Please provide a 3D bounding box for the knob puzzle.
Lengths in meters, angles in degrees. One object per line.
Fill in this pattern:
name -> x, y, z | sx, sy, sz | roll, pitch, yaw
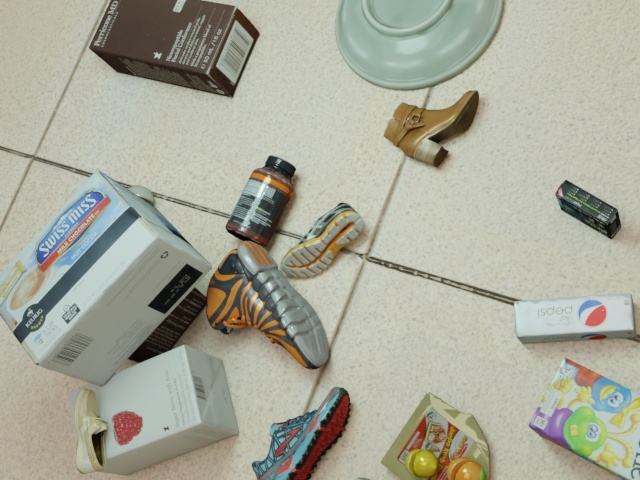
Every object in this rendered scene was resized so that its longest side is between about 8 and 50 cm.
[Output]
knob puzzle -> 0.241, 0.414, 1.759 | 0.213, 0.030, 0.213 | -3, 81, 20

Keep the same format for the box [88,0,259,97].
box -> -0.365, -0.499, 2.278 | 0.382, 0.143, 0.191 | 16, 79, 28

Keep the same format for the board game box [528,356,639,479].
board game box -> 0.530, 0.338, 1.604 | 0.275, 0.142, 0.144 | 25, 83, 28

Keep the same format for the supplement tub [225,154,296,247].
supplement tub -> -0.127, -0.089, 2.051 | 0.106, 0.106, 0.197 | 22, 80, 27

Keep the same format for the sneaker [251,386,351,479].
sneaker -> -0.047, 0.391, 1.848 | 0.125, 0.104, 0.261 | 35, 87, 31

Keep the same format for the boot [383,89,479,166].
boot -> 0.238, -0.268, 1.983 | 0.152, 0.073, 0.197 | 34, 84, 33

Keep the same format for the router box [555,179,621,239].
router box -> 0.520, -0.060, 1.778 | 0.122, 0.092, 0.038 | 36, 88, 29

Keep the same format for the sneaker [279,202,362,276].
sneaker -> 0.000, 0.000, 1.989 | 0.215, 0.084, 0.083 | -37, 33, 13

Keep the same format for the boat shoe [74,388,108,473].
boat shoe -> -0.457, 0.383, 1.848 | 0.059, 0.063, 0.170 | -8, 80, 18

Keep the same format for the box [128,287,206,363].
box -> -0.398, 0.146, 2.043 | 0.168, 0.167, 0.203 | 37, 88, 28

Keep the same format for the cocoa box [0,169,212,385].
cocoa box -> -0.448, 0.079, 1.859 | 0.347, 0.231, 0.228 | -47, 61, 1

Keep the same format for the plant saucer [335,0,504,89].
plant saucer -> 0.208, -0.540, 2.076 | 0.401, 0.100, 0.400 | -8, 69, 21

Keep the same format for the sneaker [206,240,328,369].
sneaker -> -0.123, 0.172, 1.962 | 0.180, 0.125, 0.321 | -44, 68, 22

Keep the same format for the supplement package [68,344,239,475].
supplement package -> -0.355, 0.366, 1.942 | 0.293, 0.175, 0.177 | -23, 66, 14

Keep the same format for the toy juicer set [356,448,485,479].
toy juicer set -> 0.167, 0.503, 1.711 | 0.329, 0.089, 0.209 | -16, 78, 19

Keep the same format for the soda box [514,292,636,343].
soda box -> 0.482, 0.149, 1.734 | 0.216, 0.069, 0.073 | -6, 70, 21

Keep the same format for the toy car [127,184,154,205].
toy car -> -0.492, -0.063, 2.174 | 0.182, 0.136, 0.159 | 2, 73, 23
